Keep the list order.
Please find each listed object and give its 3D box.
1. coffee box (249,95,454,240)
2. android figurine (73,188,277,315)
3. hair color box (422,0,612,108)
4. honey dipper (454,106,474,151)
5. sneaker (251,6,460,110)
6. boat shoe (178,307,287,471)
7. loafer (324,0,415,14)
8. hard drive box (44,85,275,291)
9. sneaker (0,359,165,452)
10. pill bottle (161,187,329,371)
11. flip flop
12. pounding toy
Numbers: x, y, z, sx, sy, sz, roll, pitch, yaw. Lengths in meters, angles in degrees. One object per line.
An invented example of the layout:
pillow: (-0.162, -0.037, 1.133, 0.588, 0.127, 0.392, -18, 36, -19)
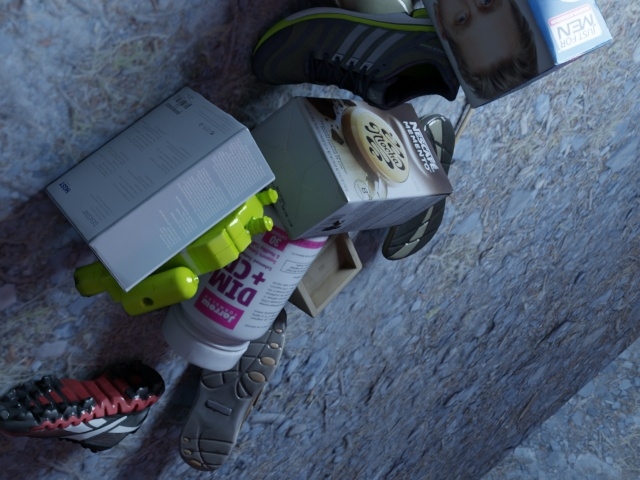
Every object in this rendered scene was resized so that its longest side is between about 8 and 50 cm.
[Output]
coffee box: (0.051, -0.109, 1.342, 0.119, 0.168, 0.297, -33, 166, 34)
android figurine: (-0.184, -0.006, 1.191, 0.273, 0.248, 0.056, -18, 123, 14)
hair color box: (0.197, -0.357, 1.124, 0.105, 0.347, 0.174, -26, -179, -27)
honey dipper: (0.263, -0.222, 1.642, 0.030, 0.030, 0.160, -7, 134, -43)
sneaker: (0.054, -0.238, 1.224, 0.300, 0.121, 0.111, -3, 144, 8)
boat shoe: (-0.154, 0.247, 1.620, 0.324, 0.123, 0.116, -61, 178, 7)
loafer: (0.091, -0.321, 1.295, 0.102, 0.092, 0.268, -49, 146, 4)
hard drive box: (-0.204, -0.072, 1.146, 0.232, 0.181, 0.089, -37, 129, -11)
sneaker: (-0.371, 0.271, 1.405, 0.276, 0.098, 0.135, -4, 126, -46)
pill bottle: (-0.119, 0.051, 1.389, 0.160, 0.160, 0.283, 7, 121, -50)
flip flop: (0.164, -0.096, 1.630, 0.112, 0.080, 0.277, -6, 114, -38)
pounding toy: (0.001, -0.010, 1.529, 0.206, 0.094, 0.181, -46, 142, -17)
